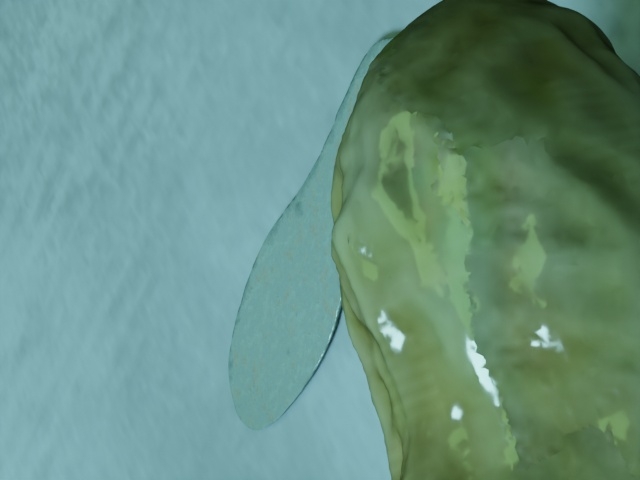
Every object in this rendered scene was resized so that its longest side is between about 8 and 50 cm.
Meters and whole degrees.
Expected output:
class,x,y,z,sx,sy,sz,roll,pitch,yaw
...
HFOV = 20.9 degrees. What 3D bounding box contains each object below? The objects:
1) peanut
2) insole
class,x,y,z,sx,sy,sz,roll,pitch,yaw
peanut,0.075,0.083,0.514,0.140,0.153,0.325,153,106,-65
insole,0.000,0.000,0.741,0.065,0.004,0.197,52,128,41
